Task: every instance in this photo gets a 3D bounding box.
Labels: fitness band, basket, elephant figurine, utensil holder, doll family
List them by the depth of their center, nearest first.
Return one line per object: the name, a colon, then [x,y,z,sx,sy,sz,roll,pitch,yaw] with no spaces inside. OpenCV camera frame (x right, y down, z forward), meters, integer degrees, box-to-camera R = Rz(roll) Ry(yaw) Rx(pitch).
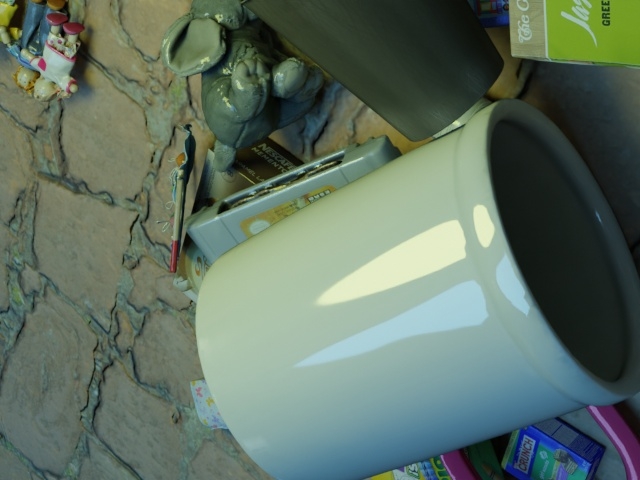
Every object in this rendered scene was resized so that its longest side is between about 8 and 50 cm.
basket: [0.065,-0.223,1.221,0.227,0.204,0.154,48,164,-14]
utensil holder: [0.107,0.077,1.304,0.385,0.327,0.327,-27,93,30]
fitness band: [0.262,0.252,1.438,0.209,0.054,0.291,-38,80,6]
elephant figurine: [-0.113,-0.251,1.528,0.239,0.186,0.169,56,166,16]
doll family: [-0.454,-0.309,1.818,0.263,0.118,0.163,30,123,3]

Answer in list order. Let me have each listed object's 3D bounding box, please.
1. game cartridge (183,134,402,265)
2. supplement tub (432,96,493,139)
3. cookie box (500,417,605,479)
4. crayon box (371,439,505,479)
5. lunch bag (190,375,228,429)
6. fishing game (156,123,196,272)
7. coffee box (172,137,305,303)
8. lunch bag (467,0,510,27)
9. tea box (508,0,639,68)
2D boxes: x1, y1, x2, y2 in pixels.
game cartridge: [0.000,0.000,1.516,0.297,0.062,0.198,-22,114,25]
supplement tub: [0.146,-0.149,1.396,0.107,0.071,0.071,34,129,24]
cookie box: [0.288,0.271,1.507,0.107,0.040,0.091,31,130,26]
crayon box: [0.133,0.260,1.574,0.165,0.081,0.278,-20,90,51]
lunch bag: [-0.155,0.249,1.866,0.071,0.053,0.083,-9,95,40]
fishing game: [-0.194,-0.066,1.615,0.041,0.264,0.189,6,108,-5]
coffee box: [-0.101,-0.009,1.657,0.141,0.098,0.246,37,130,20]
lunch bag: [0.125,-0.337,1.295,0.293,0.138,0.220,2,110,30]
tea box: [0.364,-0.278,0.966,0.324,0.329,0.220,13,119,37]
